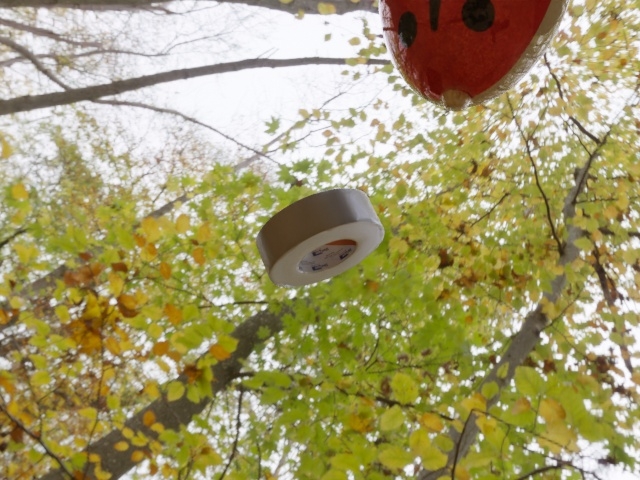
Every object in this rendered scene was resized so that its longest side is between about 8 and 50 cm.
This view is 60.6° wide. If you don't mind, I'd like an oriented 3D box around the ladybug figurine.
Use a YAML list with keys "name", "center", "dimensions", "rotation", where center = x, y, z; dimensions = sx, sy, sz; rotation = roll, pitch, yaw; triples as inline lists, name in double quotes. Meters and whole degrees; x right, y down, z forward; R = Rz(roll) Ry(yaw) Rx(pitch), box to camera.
- name: "ladybug figurine"
  center: [0.214, -0.417, 0.815]
  dimensions: [0.305, 0.162, 0.448]
  rotation: [-2, -100, 34]

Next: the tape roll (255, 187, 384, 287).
- name: "tape roll"
  center: [0.000, 0.000, 0.971]
  dimensions: [0.219, 0.219, 0.072]
  rotation: [-36, -116, 28]
